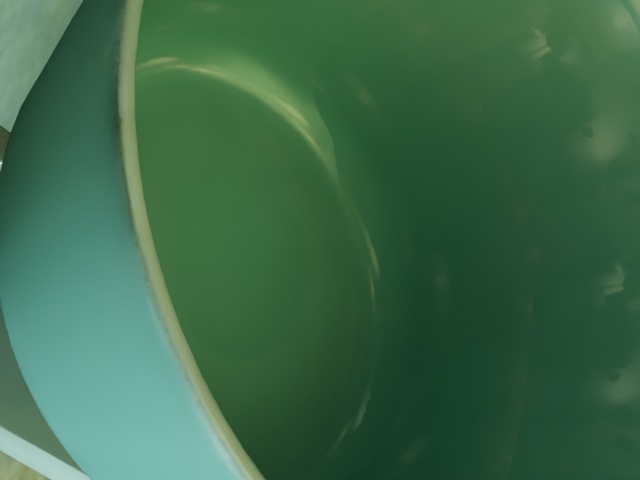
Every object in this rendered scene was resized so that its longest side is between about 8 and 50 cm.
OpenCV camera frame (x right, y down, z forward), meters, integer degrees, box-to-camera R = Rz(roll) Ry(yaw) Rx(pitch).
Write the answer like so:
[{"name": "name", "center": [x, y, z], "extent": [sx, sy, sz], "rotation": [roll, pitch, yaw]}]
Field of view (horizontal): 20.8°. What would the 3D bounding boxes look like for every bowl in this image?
[{"name": "bowl", "center": [0.000, 0.000, 0.667], "extent": [0.311, 0.163, 0.311], "rotation": [15, 68, -41]}]

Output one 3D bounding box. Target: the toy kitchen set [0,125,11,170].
[{"name": "toy kitchen set", "center": [-0.197, -0.030, 0.597], "extent": [0.166, 0.122, 0.207], "rotation": [-57, 173, -22]}]

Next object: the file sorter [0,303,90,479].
[{"name": "file sorter", "center": [-0.032, 0.084, 0.881], "extent": [0.277, 0.193, 0.173], "rotation": [-44, 149, -40]}]
